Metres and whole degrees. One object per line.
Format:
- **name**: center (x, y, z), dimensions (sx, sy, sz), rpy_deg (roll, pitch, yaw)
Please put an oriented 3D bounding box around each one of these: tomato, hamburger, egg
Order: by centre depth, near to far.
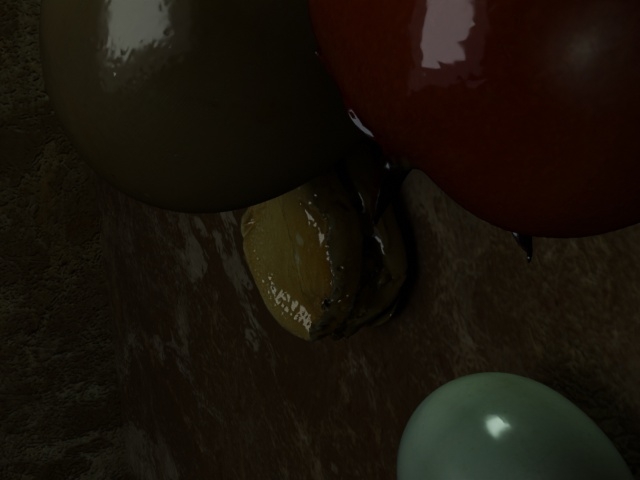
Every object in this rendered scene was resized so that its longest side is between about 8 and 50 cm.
- **tomato**: center (0.118, -0.125, 0.582), dimensions (0.224, 0.255, 0.256), rpy_deg (-55, 47, 38)
- **egg**: center (0.141, 0.183, 0.778), dimensions (0.209, 0.151, 0.151), rpy_deg (49, 143, 42)
- **egg**: center (-0.074, -0.186, 0.917), dimensions (0.374, 0.301, 0.301), rpy_deg (-41, 60, 42)
- **hamburger**: center (-0.001, -0.001, 1.096), dimensions (0.213, 0.108, 0.214), rpy_deg (168, 90, -69)
